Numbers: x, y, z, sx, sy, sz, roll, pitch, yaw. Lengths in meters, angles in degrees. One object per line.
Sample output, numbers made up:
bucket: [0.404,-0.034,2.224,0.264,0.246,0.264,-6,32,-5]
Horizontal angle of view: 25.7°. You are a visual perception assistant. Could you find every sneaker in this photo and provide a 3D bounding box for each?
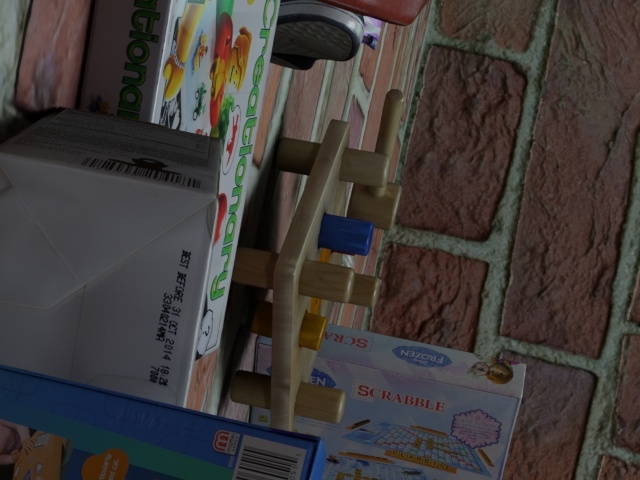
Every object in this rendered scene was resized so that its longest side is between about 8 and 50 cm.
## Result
sneaker: [0.001,-0.231,1.161,0.226,0.086,0.163,-163,-87,-75]

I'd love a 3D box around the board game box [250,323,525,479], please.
board game box: [0.070,0.256,1.738,0.066,0.318,0.318,-71,171,-53]

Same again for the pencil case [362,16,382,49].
pencil case: [0.039,-0.312,1.523,0.088,0.086,0.206,17,83,-55]

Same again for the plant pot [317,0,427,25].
plant pot: [-0.010,-0.252,0.630,0.272,0.272,0.265,-39,149,-79]

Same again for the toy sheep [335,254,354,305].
toy sheep: [0.002,0.045,1.791,0.091,0.091,0.132,94,16,-47]

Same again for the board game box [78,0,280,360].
board game box: [-0.096,-0.060,0.901,0.193,0.053,0.305,-26,128,-71]

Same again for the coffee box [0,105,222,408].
coffee box: [-0.105,0.020,0.676,0.246,0.098,0.141,-113,-146,-80]

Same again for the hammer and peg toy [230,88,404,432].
hammer and peg toy: [0.000,0.000,1.538,0.361,0.127,0.266,-71,168,-45]

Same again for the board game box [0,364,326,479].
board game box: [-0.118,0.127,0.505,0.047,0.210,0.160,81,23,-73]
